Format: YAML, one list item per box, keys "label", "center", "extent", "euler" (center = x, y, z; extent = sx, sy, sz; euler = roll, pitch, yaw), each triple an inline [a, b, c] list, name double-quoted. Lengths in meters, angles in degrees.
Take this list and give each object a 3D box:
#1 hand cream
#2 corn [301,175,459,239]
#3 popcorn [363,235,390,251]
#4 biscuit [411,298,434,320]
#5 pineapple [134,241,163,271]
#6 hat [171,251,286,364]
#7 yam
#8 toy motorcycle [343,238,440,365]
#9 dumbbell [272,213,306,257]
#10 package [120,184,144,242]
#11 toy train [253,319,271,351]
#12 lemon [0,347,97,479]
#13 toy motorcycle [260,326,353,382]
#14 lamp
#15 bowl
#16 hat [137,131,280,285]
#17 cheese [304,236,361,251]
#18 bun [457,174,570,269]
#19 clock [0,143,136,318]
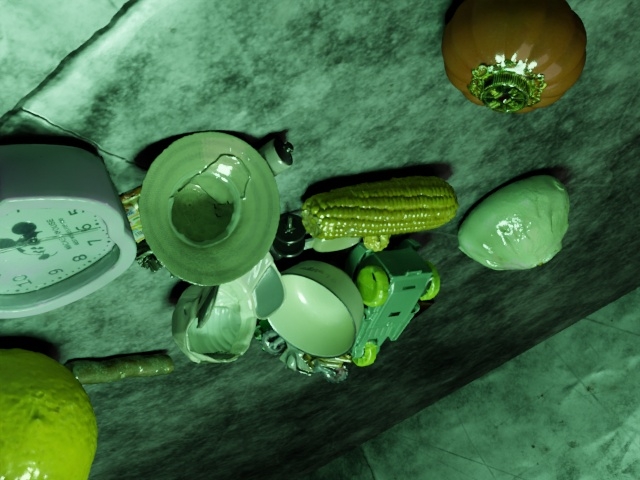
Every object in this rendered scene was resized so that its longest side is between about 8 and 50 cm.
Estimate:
- label: "hand cream"
  center: [-0.121, -0.116, 1.360]
  extent: [0.186, 0.054, 0.087]
  euler: [-29, 147, 25]
- label: "corn"
  center: [0.128, -0.068, 1.593]
  extent: [0.363, 0.120, 0.120]
  euler: [-7, 148, -31]
- label: "popcorn"
  center: [0.117, -0.021, 1.737]
  extent: [0.084, 0.084, 0.084]
  euler: [-20, 154, -11]
- label: "biscuit"
  center: [0.203, 0.167, 2.144]
  extent: [0.252, 0.070, 0.106]
  euler: [8, 139, -48]
- label: "pineapple"
  center: [-0.263, 0.008, 1.442]
  extent: [0.159, 0.074, 0.074]
  euler: [-22, 154, -2]
- label: "hat"
  center: [-0.204, 0.123, 1.631]
  extent: [0.232, 0.161, 0.275]
  euler: [-6, 126, -56]
- label: "yam"
  center: [-0.458, 0.293, 1.810]
  extent: [0.253, 0.061, 0.061]
  euler: [0, 144, -41]
- label: "toy motorcycle"
  center: [0.121, 0.141, 1.908]
  extent: [0.191, 0.200, 0.326]
  euler: [-4, 136, -37]
- label: "dumbbell"
  center: [-0.063, -0.010, 1.582]
  extent: [0.069, 0.069, 0.147]
  euler: [-19, 154, -14]
- label: "package"
  center: [-0.299, -0.049, 1.346]
  extent: [0.108, 0.031, 0.120]
  euler: [-28, 147, 2]
- label: "toy train"
  center: [-0.093, 0.231, 2.010]
  extent: [0.104, 0.071, 0.178]
  euler: [-47, 147, 18]
- label: "lemon"
  center: [-0.609, 0.392, 1.514]
  extent: [0.350, 0.387, 0.350]
  euler: [-11, 133, -11]
- label: "toy motorcycle"
  center: [-0.028, 0.254, 1.894]
  extent: [0.094, 0.229, 0.130]
  euler: [-60, 175, -68]
- label: "lamp"
  center: [0.299, -0.297, 1.226]
  extent: [0.223, 0.196, 0.223]
  euler: [13, 155, 6]
- label: "bowl"
  center: [0.000, 0.138, 1.775]
  extent: [0.126, 0.238, 0.238]
  euler: [-50, 175, -43]
- label: "hat"
  center: [-0.199, -0.052, 1.309]
  extent: [0.252, 0.252, 0.110]
  euler: [-10, -170, -29]
- label: "cheese"
  center: [0.000, 0.000, 1.691]
  extent: [0.192, 0.037, 0.097]
  euler: [-16, 151, -20]
- label: "bun"
  center: [0.493, -0.015, 1.933]
  extent: [0.293, 0.187, 0.293]
  euler: [-19, 155, -9]
- label: "clock"
  center: [-0.453, -0.007, 1.189]
  extent: [0.338, 0.102, 0.338]
  euler: [-16, 151, -9]
